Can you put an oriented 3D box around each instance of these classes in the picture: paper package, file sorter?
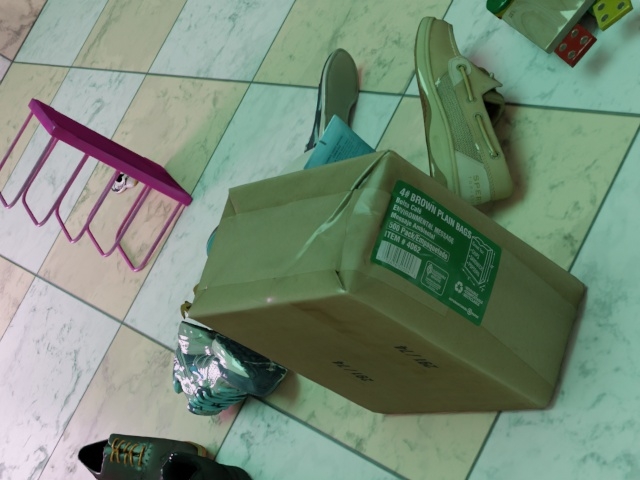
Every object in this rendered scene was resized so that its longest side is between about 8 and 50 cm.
[{"bbox_3d":[0.071,0.062,1.379,0.310,0.325,0.168,-11,55,50],"label":"paper package"},{"bbox_3d":[-0.426,-0.094,2.261,0.182,0.291,0.202,-58,31,6],"label":"file sorter"}]

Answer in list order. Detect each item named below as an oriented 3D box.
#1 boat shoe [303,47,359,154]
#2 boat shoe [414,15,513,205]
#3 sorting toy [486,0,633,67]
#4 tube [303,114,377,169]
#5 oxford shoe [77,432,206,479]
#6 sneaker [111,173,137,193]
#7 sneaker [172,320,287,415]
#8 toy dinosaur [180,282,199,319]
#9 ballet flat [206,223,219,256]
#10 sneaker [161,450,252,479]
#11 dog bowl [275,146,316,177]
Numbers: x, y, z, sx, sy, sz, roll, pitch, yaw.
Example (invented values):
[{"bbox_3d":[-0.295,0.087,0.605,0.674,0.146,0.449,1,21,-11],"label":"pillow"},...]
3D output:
[{"bbox_3d":[0.010,-0.210,1.947,0.065,0.075,0.206,-19,53,43],"label":"boat shoe"},{"bbox_3d":[0.189,-0.172,1.640,0.110,0.121,0.341,-8,50,6],"label":"boat shoe"},{"bbox_3d":[0.323,-0.307,1.610,0.132,0.046,0.274,-52,31,11],"label":"sorting toy"},{"bbox_3d":[0.073,-0.076,1.609,0.052,0.207,0.080,11,71,57],"label":"tube"},{"bbox_3d":[-0.270,0.335,1.843,0.271,0.098,0.096,-17,50,48],"label":"oxford shoe"},{"bbox_3d":[-0.403,-0.120,2.492,0.083,0.037,0.031,-21,49,47],"label":"sneaker"},{"bbox_3d":[-0.136,0.203,1.789,0.283,0.110,0.122,12,86,65],"label":"sneaker"},{"bbox_3d":[-0.162,0.101,1.913,0.211,0.112,0.064,16,88,52],"label":"toy dinosaur"},{"bbox_3d":[-0.106,-0.036,1.975,0.203,0.074,0.074,-44,33,34],"label":"ballet flat"},{"bbox_3d":[-0.130,0.368,1.587,0.109,0.130,0.286,-55,32,1],"label":"sneaker"},{"bbox_3d":[0.000,0.000,1.746,0.265,0.104,0.264,-35,38,33],"label":"dog bowl"}]
